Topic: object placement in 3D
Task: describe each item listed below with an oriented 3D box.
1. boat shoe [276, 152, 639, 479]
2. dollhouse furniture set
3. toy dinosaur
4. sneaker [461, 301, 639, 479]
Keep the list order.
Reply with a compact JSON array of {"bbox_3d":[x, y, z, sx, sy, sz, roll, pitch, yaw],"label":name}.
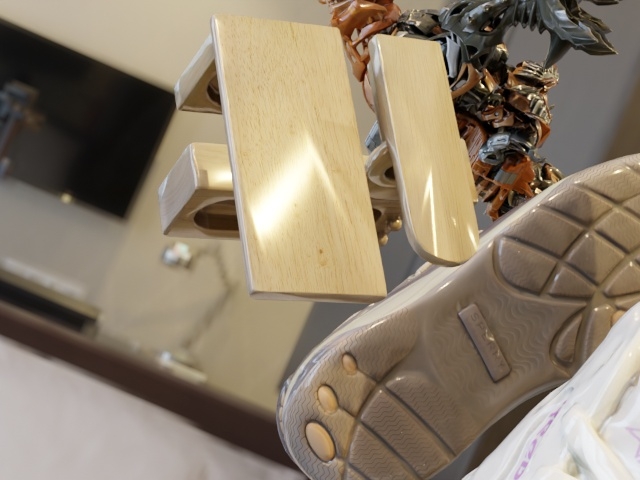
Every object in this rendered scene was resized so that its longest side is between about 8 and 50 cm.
[{"bbox_3d":[0.120,0.040,1.116,0.132,0.355,0.130,67,-15,-9],"label":"boat shoe"},{"bbox_3d":[0.000,0.000,0.754,0.144,0.123,0.151,3,-28,-26],"label":"dollhouse furniture set"},{"bbox_3d":[0.100,-0.132,1.253,0.322,0.218,0.164,37,30,-31],"label":"toy dinosaur"},{"bbox_3d":[0.061,0.085,0.444,0.114,0.305,0.152,38,-34,22],"label":"sneaker"}]
